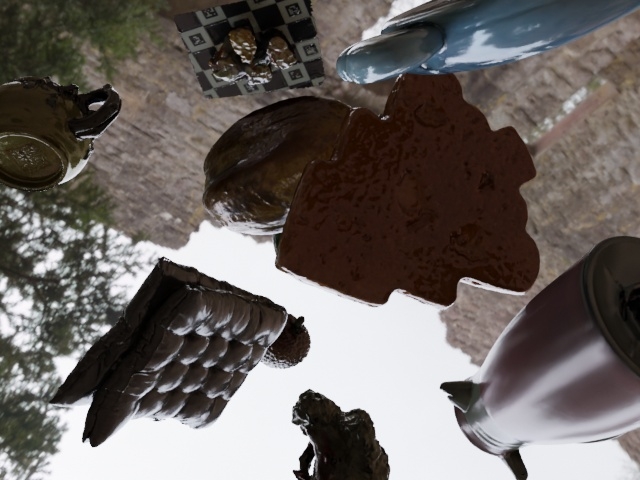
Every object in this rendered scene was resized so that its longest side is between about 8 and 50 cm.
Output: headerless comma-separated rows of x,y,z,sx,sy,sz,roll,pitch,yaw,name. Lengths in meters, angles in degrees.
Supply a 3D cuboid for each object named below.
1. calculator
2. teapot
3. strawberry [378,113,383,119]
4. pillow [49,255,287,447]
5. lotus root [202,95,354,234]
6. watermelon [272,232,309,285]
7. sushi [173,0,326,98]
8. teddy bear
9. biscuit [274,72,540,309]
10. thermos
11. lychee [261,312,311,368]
0.143,-0.155,0.396,0.302,0.188,0.042,-30,-70,-14,calculator
-0.424,-0.183,1.012,0.173,0.269,0.183,61,-164,-48,teapot
0.199,-0.240,1.646,0.187,0.082,0.146,29,-123,5,strawberry
-0.182,0.156,0.908,0.101,0.228,0.326,38,-178,22,pillow
-0.033,-0.105,0.969,0.193,0.291,0.193,27,-126,-45,lotus root
0.000,0.000,1.214,0.188,0.188,0.215,43,-142,-4,watermelon
-0.104,-0.284,1.034,0.210,0.193,0.040,-7,-124,5,sushi
0.053,0.544,1.426,0.224,0.357,0.367,9,-172,-18,teddy bear
0.088,-0.039,0.701,0.306,0.043,0.284,-24,-89,-14,biscuit
0.239,0.131,0.628,0.176,0.265,0.146,23,-128,-6,thermos
-0.076,0.200,1.328,0.114,0.146,0.114,30,-140,-29,lychee
